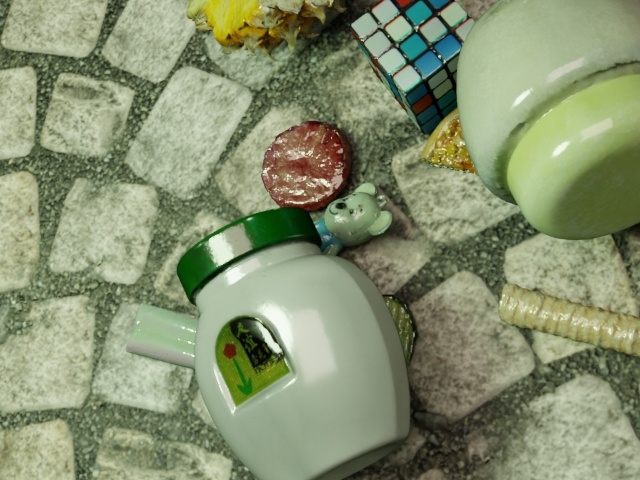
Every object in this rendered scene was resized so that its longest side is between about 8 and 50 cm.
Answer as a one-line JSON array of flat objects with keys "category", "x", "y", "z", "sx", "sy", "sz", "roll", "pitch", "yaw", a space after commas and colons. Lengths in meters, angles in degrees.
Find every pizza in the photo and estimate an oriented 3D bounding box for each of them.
[{"category": "pizza", "x": 0.234, "y": -0.148, "z": 1.880, "sx": 0.178, "sy": 0.041, "sz": 0.131, "roll": -25, "pitch": 68, "yaw": 9}]

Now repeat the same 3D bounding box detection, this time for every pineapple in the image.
[{"category": "pineapple", "x": -0.071, "y": -0.413, "z": 2.027, "sx": 0.209, "sy": 0.286, "sz": 0.344, "roll": 13, "pitch": 62, "yaw": -24}]

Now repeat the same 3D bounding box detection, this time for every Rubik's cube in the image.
[{"category": "Rubik's cube", "x": 0.157, "y": -0.281, "z": 1.886, "sx": 0.151, "sy": 0.154, "sz": 0.155, "roll": -36, "pitch": 66, "yaw": 4}]

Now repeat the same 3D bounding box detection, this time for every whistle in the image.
[{"category": "whistle", "x": 0.000, "y": 0.000, "z": 1.893, "sx": 0.235, "sy": 0.077, "sz": 0.114, "roll": -34, "pitch": 44, "yaw": 9}]

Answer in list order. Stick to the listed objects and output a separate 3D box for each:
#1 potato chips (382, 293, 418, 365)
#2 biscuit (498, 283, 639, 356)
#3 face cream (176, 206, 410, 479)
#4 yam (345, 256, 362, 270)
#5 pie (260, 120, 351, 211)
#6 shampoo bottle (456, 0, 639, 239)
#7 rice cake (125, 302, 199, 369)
[{"category": "potato chips", "x": 0.084, "y": 0.179, "z": 1.829, "sx": 0.091, "sy": 0.028, "sz": 0.208, "roll": 12, "pitch": 78, "yaw": 21}, {"category": "biscuit", "x": 0.355, "y": 0.110, "z": 1.747, "sx": 0.219, "sy": 0.055, "sz": 0.061, "roll": 12, "pitch": 93, "yaw": 21}, {"category": "face cream", "x": -0.037, "y": 0.155, "z": 1.743, "sx": 0.312, "sy": 0.219, "sz": 0.357, "roll": -36, "pitch": 70, "yaw": 31}, {"category": "yam", "x": 0.020, "y": 0.063, "z": 1.880, "sx": 0.094, "sy": 0.043, "sz": 0.043, "roll": -30, "pitch": 66, "yaw": 4}, {"category": "pie", "x": -0.020, "y": -0.114, "z": 1.955, "sx": 0.154, "sy": 0.036, "sz": 0.155, "roll": -6, "pitch": 71, "yaw": 16}, {"category": "shampoo bottle", "x": 0.347, "y": -0.187, "z": 1.703, "sx": 0.322, "sy": 0.322, "sz": 0.317, "roll": -24, "pitch": 59, "yaw": 10}, {"category": "rice cake", "x": -0.191, "y": 0.159, "z": 1.921, "sx": 0.221, "sy": 0.042, "sz": 0.080, "roll": 14, "pitch": 76, "yaw": 21}]
